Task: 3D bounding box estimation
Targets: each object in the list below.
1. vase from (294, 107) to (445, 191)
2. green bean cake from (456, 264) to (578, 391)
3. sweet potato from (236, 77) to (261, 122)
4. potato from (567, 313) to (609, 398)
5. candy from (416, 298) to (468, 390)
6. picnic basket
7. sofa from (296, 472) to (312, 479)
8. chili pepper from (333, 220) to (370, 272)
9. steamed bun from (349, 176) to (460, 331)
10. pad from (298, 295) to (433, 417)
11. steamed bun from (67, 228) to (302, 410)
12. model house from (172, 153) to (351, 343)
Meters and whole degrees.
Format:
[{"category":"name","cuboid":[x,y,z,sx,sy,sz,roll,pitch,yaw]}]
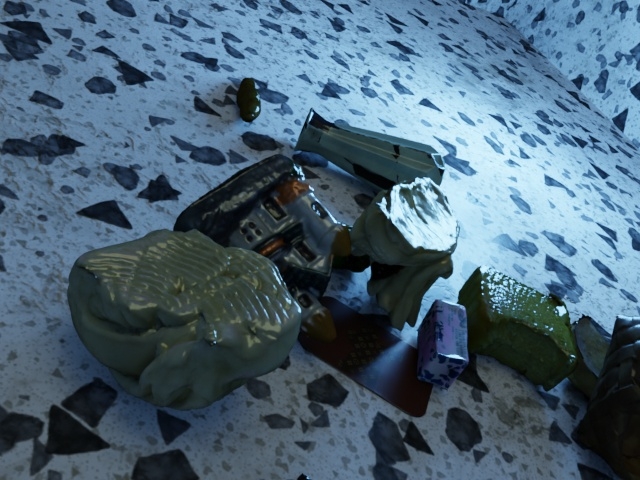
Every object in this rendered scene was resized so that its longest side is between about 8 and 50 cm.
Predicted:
[{"category":"vase","cuboid":[0.121,-0.206,1.827,0.360,0.165,0.165,21,34,-7]},{"category":"green bean cake","cuboid":[0.398,0.185,1.538,0.236,0.124,0.233,27,32,-7]},{"category":"sweet potato","cuboid":[-0.180,-0.360,1.868,0.067,0.067,0.274,19,29,-17]},{"category":"potato","cuboid":[0.590,0.291,1.576,0.138,0.098,0.243,-22,67,-45]},{"category":"candy","cuboid":[0.230,0.196,1.413,0.073,0.092,0.160,21,35,-6]},{"category":"picnic basket","cuboid":[0.679,0.317,1.354,0.293,0.337,0.337,15,36,-22]},{"category":"sofa","cuboid":[0.000,0.386,1.033,0.118,0.039,0.060,37,35,8]},{"category":"chili pepper","cuboid":[-0.001,0.001,1.492,0.253,0.099,0.083,15,45,-23]},{"category":"steamed bun","cuboid":[0.169,0.024,1.473,0.247,0.189,0.428,49,24,2]},{"category":"pad","cuboid":[0.092,0.209,1.374,0.267,0.004,0.181,31,32,2]},{"category":"steamed bun","cuboid":[-0.198,0.125,1.080,0.320,0.206,0.275,30,39,16]},{"category":"model house","cuboid":[-0.064,0.041,1.263,0.271,0.190,0.301,-34,73,-35]}]
